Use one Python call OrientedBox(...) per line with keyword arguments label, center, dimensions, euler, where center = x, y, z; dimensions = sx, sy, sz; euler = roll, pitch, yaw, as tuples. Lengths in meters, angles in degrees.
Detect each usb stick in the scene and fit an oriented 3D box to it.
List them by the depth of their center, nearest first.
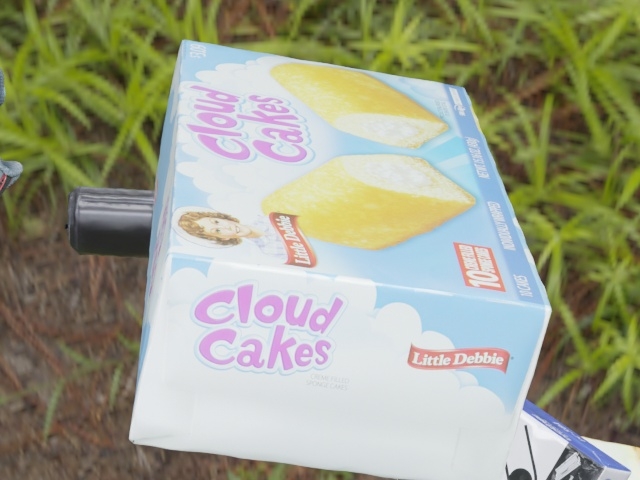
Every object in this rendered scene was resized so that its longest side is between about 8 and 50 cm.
OrientedBox(label="usb stick", center=(-0.081, -0.012, 1.523), dimensions=(0.278, 0.077, 0.045), euler=(3, 53, -4))

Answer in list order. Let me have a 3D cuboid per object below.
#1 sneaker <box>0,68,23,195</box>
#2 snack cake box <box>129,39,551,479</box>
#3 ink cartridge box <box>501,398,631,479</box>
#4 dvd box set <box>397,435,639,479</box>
OrientedBox(label="sneaker", center=(-0.336, -0.136, 1.587), dimensions=(0.125, 0.104, 0.261), euler=(-29, 73, 17))
OrientedBox(label="snack cake box", center=(0.000, 0.000, 0.799), dimensions=(0.152, 0.089, 0.264), euler=(10, 23, -8))
OrientedBox(label="ink cartridge box", center=(0.102, 0.208, 1.129), dimensions=(0.097, 0.046, 0.207), euler=(34, 99, 35))
OrientedBox(label="dvd box set", center=(0.271, 0.290, 1.373), dimensions=(0.421, 0.062, 0.307), euler=(12, 40, -12))
